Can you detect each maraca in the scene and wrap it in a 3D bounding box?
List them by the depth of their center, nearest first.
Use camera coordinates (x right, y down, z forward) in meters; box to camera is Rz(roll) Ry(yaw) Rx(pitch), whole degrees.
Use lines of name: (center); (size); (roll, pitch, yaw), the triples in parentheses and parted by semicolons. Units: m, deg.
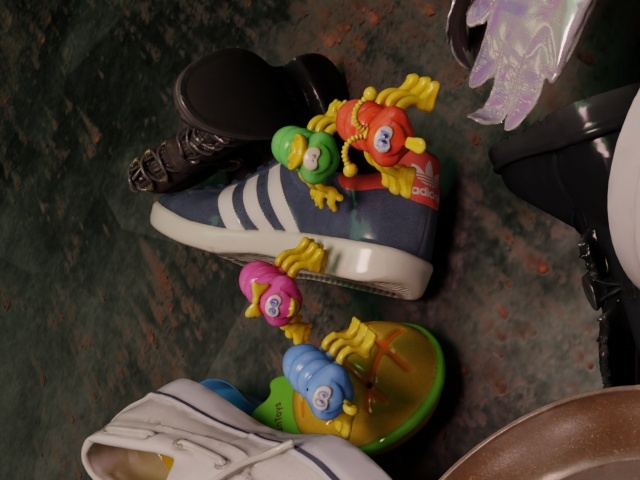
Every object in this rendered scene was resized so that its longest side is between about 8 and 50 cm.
maraca: (0.022, 0.134, 0.955); (0.186, 0.099, 0.127); (-26, 38, 17)

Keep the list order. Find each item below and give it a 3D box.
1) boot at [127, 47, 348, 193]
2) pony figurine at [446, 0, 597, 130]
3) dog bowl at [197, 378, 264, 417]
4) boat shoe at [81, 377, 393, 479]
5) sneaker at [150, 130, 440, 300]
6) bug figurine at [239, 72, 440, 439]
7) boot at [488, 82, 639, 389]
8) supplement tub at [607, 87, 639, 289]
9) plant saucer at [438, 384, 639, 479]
boot: (-0.113, -0.101, 1.130); (0.229, 0.263, 0.091); (-26, 83, 33)
pony figurine: (0.130, -0.299, 0.843); (0.351, 0.364, 0.303); (-60, 16, 20)
dog bowl: (-0.055, 0.251, 1.035); (0.297, 0.074, 0.165); (41, 107, 48)
boat shoe: (-0.081, 0.209, 0.865); (0.367, 0.156, 0.135); (18, 124, 48)
sneaker: (-0.023, -0.042, 1.080); (0.350, 0.131, 0.148); (10, 82, 42)
bug figurine: (0.000, 0.000, 0.866); (0.216, 0.072, 0.278); (30, 109, 63)
boot: (0.202, 0.011, 0.800); (0.246, 0.094, 0.207); (136, 118, -86)
supplement tub: (0.311, 0.007, 0.519); (0.316, 0.228, 0.228); (37, 104, 54)
plant saucer: (0.144, 0.222, 0.621); (0.311, 0.050, 0.310); (-34, 29, 22)
